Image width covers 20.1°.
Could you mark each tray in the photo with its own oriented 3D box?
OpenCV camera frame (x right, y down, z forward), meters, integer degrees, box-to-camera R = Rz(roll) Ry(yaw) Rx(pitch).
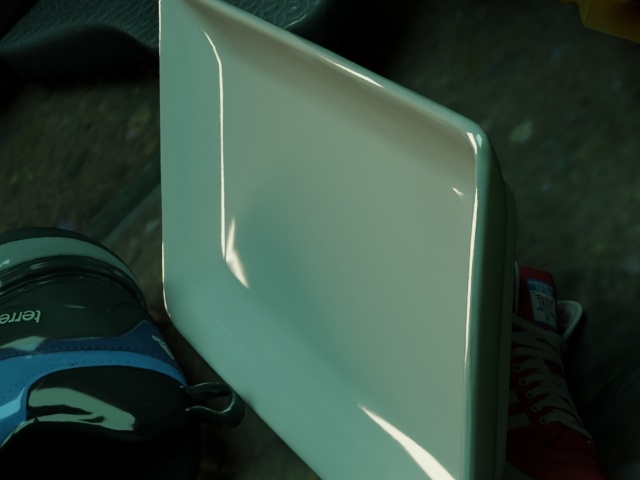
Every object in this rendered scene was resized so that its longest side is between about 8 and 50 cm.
[{"bbox_3d":[0.000,0.000,0.608,0.270,0.030,0.145,-144,50,-61],"label":"tray"}]

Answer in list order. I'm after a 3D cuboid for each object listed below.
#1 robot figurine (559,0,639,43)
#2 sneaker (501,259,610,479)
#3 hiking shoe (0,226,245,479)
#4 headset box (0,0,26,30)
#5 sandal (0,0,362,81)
[{"bbox_3d":[0.086,-0.158,0.649,0.211,0.085,0.291,-29,39,-18],"label":"robot figurine"},{"bbox_3d":[0.071,0.047,0.583,0.067,0.042,0.118,-56,40,1],"label":"sneaker"},{"bbox_3d":[-0.170,0.131,0.683,0.304,0.113,0.132,-49,40,4],"label":"hiking shoe"},{"bbox_3d":[-0.290,-0.099,0.923,0.293,0.110,0.218,-48,34,9],"label":"headset box"},{"bbox_3d":[-0.057,-0.106,0.801,0.254,0.054,0.097,8,61,54],"label":"sandal"}]
